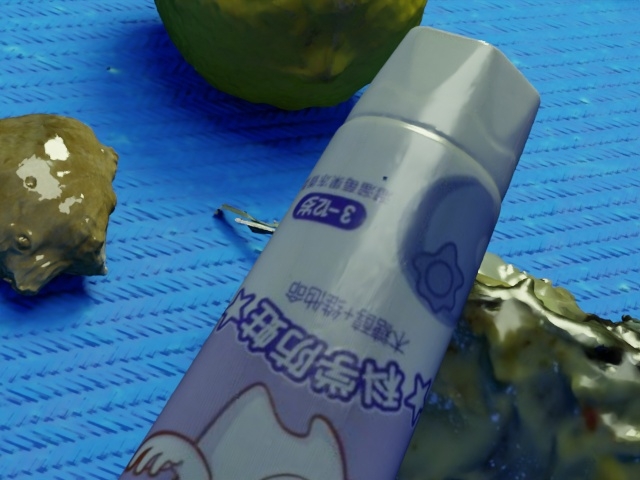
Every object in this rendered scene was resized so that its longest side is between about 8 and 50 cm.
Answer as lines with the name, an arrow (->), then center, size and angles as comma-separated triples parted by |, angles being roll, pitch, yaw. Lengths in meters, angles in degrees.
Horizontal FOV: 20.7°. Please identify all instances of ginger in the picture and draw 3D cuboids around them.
ginger -> -0.169, -0.040, 0.918 | 0.165, 0.067, 0.096 | 35, 62, 23

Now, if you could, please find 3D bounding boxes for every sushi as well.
sushi -> 0.117, 0.091, 0.832 | 0.291, 0.139, 0.131 | 24, 17, 8

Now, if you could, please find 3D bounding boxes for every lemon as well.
lemon -> -0.022, -0.171, 1.064 | 0.180, 0.180, 0.193 | 15, 55, -3

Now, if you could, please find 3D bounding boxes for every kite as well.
kite -> 0.000, 0.000, 0.940 | 0.156, 0.011, 0.139 | 18, 2, 37

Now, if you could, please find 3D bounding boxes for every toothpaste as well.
toothpaste -> -0.012, 0.079, 0.729 | 0.125, 0.080, 0.371 | 25, 69, 9
